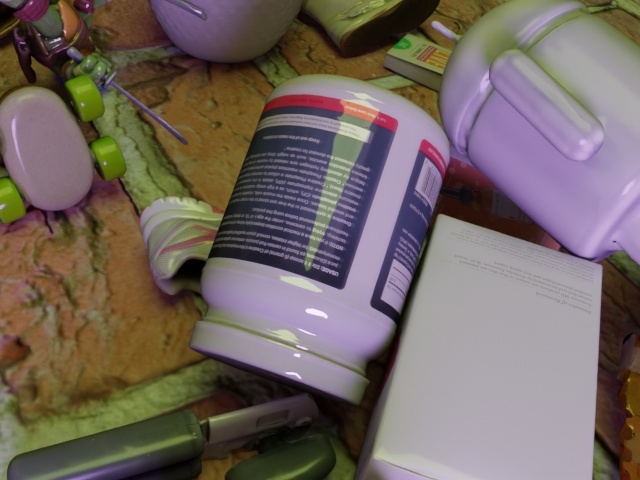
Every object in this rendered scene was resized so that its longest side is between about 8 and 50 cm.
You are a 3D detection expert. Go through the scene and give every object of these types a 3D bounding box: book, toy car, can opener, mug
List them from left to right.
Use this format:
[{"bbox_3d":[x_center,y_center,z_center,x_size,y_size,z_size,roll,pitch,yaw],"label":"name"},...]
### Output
[{"bbox_3d":[-0.350,-0.126,0.977,0.155,0.149,0.188,-27,32,-22],"label":"toy car"},{"bbox_3d":[-0.123,0.205,0.721,0.283,0.076,0.095,-12,50,-21],"label":"can opener"},{"bbox_3d":[-0.146,-0.470,1.186,0.276,0.328,0.374,-8,49,-20],"label":"mug"},{"bbox_3d":[0.184,-0.278,1.285,0.144,0.035,0.096,25,43,14],"label":"book"}]

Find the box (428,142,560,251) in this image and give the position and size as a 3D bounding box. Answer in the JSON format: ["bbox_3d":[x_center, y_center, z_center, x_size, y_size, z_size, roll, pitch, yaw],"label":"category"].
[{"bbox_3d":[0.228,-0.050,1.004,0.170,0.130,0.091,26,49,13],"label":"box"}]

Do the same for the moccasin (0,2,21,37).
[{"bbox_3d":[-0.531,-0.257,1.043,0.147,0.139,0.380,20,36,19],"label":"moccasin"}]

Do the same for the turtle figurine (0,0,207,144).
[{"bbox_3d":[-0.283,-0.289,0.999,0.274,0.266,0.198,17,71,28],"label":"turtle figurine"}]

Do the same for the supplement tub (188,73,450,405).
[{"bbox_3d":[0.000,0.000,0.770,0.191,0.191,0.272,18,77,5],"label":"supplement tub"}]

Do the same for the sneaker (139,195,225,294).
[{"bbox_3d":[-0.076,0.023,0.898,0.252,0.103,0.111,0,51,-4],"label":"sneaker"}]

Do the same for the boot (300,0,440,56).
[{"bbox_3d":[0.077,-0.400,1.333,0.213,0.077,0.165,-31,57,-18],"label":"boot"}]

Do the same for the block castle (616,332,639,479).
[{"bbox_3d":[0.435,0.117,0.658,0.212,0.453,0.303,23,46,2],"label":"block castle"}]

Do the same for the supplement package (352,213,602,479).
[{"bbox_3d":[0.144,0.151,0.760,0.175,0.177,0.293,18,45,4],"label":"supplement package"}]

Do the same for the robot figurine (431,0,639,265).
[{"bbox_3d":[0.265,-0.119,0.845,0.353,0.200,0.300,47,16,22],"label":"robot figurine"}]
